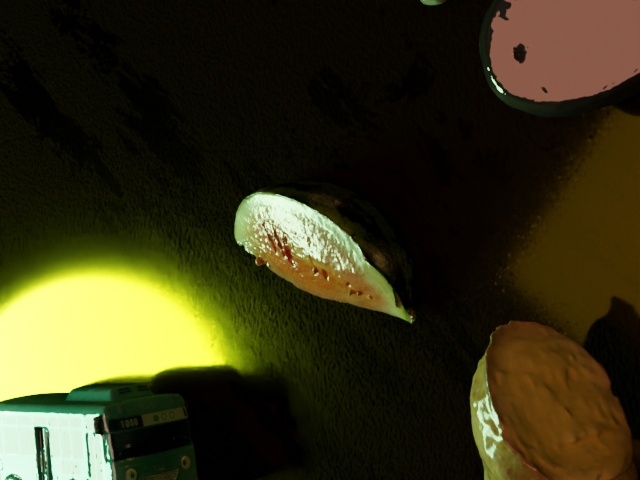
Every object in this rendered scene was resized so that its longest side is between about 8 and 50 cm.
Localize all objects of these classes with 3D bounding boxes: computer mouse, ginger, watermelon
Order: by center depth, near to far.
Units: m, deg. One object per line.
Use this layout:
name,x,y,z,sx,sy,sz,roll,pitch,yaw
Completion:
computer mouse,0.245,-0.190,0.909,0.270,0.086,0.137,-31,83,30
ginger,0.203,0.233,0.955,0.190,0.126,0.354,-12,94,60
watermelon,-0.004,0.003,1.173,0.245,0.063,0.119,22,122,37

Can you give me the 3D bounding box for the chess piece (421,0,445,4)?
chess piece,0.097,-0.333,1.016,0.139,0.139,0.271,16,117,39

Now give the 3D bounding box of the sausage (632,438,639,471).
sausage,0.283,0.183,0.956,0.116,0.026,0.026,18,106,39

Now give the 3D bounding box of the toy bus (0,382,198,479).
toy bus,-0.260,0.235,1.369,0.256,0.128,0.147,-7,88,43
